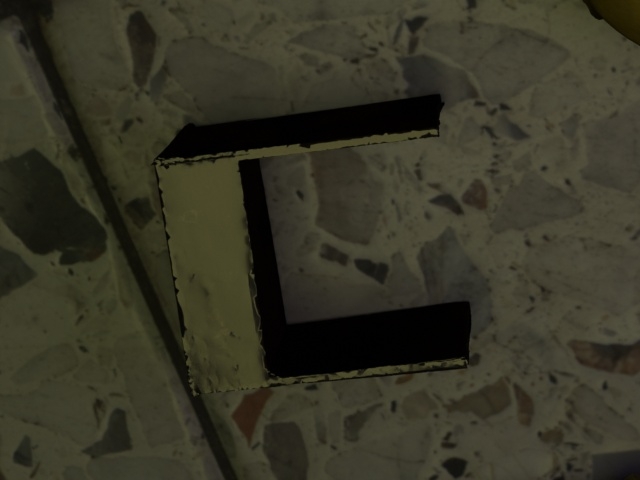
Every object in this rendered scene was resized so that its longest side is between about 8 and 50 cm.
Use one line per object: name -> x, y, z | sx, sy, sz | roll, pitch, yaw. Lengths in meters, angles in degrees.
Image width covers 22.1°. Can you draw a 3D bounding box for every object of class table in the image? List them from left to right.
table -> 0.000, 0.000, 1.669 | 0.282, 0.196, 0.251 | -7, 103, 8

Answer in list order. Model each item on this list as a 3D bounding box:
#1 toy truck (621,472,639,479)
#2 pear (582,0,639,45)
toy truck -> 0.345, 0.454, 1.746 | 0.254, 0.180, 0.405 | -34, 94, 8
pear -> 0.385, -0.297, 1.481 | 0.309, 0.309, 0.309 | 2, 105, 8
